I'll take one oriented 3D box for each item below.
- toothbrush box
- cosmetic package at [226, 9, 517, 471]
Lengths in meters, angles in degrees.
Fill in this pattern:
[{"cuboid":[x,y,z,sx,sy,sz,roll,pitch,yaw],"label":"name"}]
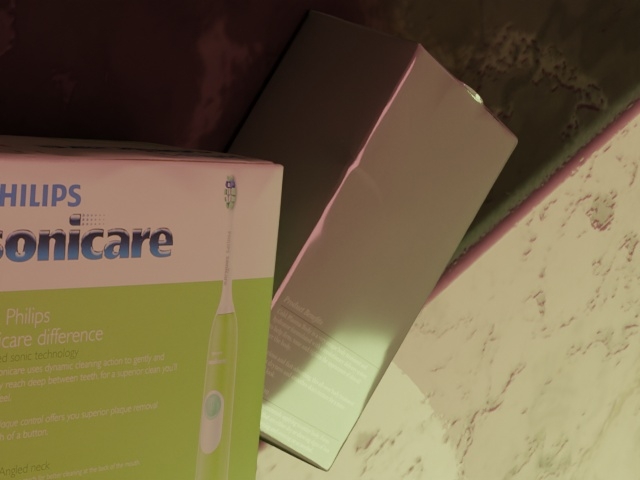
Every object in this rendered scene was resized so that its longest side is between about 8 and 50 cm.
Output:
[{"cuboid":[-0.138,0.093,0.790,0.206,0.122,0.283,-2,101,-50],"label":"toothbrush box"},{"cuboid":[0.000,0.000,0.946,0.127,0.107,0.238,39,77,-47],"label":"cosmetic package"}]
